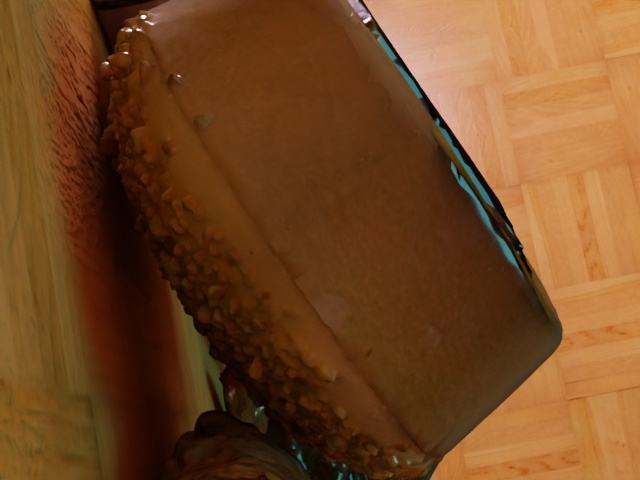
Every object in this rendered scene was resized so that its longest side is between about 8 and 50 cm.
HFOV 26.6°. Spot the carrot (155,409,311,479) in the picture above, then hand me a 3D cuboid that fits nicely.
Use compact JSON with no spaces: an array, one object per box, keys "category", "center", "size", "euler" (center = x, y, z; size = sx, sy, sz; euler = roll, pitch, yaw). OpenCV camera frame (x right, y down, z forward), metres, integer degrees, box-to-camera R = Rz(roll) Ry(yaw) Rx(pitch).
[{"category":"carrot","center":[-0.044,0.135,0.653],"size":[0.263,0.102,0.102],"euler":[-171,-110,-86]}]

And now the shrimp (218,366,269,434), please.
[{"category":"shrimp","center":[-0.062,0.088,1.002],"size":[0.236,0.053,0.133],"euler":[84,17,-65]}]

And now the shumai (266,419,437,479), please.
[{"category":"shumai","center":[0.055,0.214,1.275],"size":[0.222,0.204,0.272],"euler":[-95,178,-64]}]

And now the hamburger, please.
[{"category":"hamburger","center":[-0.001,-0.009,0.720],"size":[0.302,0.170,0.302],"euler":[55,8,-11]}]

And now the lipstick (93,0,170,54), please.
[{"category":"lipstick","center":[-0.100,-0.111,0.828],"size":[0.145,0.045,0.045],"euler":[75,2,-53]}]
